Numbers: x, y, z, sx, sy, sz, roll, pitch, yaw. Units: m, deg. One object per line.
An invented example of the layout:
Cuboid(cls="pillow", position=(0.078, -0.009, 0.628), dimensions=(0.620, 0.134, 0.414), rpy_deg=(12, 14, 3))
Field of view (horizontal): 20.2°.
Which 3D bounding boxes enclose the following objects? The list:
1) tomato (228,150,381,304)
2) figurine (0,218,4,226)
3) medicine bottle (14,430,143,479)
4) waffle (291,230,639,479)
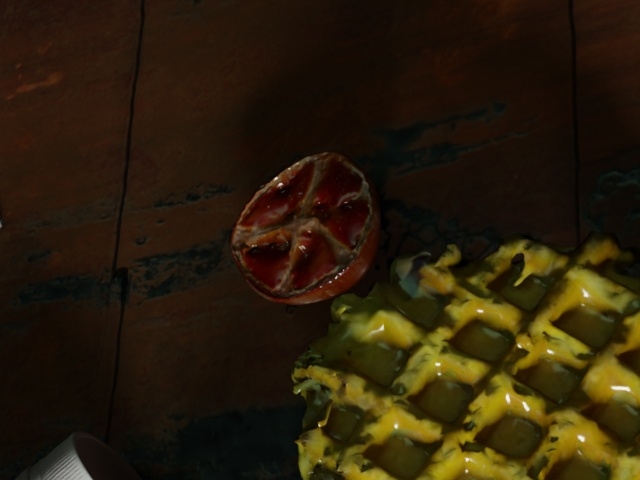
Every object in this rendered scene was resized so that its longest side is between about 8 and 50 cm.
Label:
Cuboid(cls="tomato", position=(0.000, 0.000, 1.662), dimensions=(0.155, 0.069, 0.155), rpy_deg=(-18, 54, 26))
Cuboid(cls="figurine", position=(-0.380, 0.014, 1.919), dimensions=(0.060, 0.047, 0.106), rpy_deg=(35, 78, 4))
Cuboid(cls="medicine bottle", position=(-0.273, 0.298, 1.636), dimensions=(0.250, 0.133, 0.133), rpy_deg=(-43, 50, 7))
Cuboid(cls="waffle", position=(0.162, 0.161, 1.368), dimensions=(0.380, 0.095, 0.382), rpy_deg=(-6, 51, -3))
